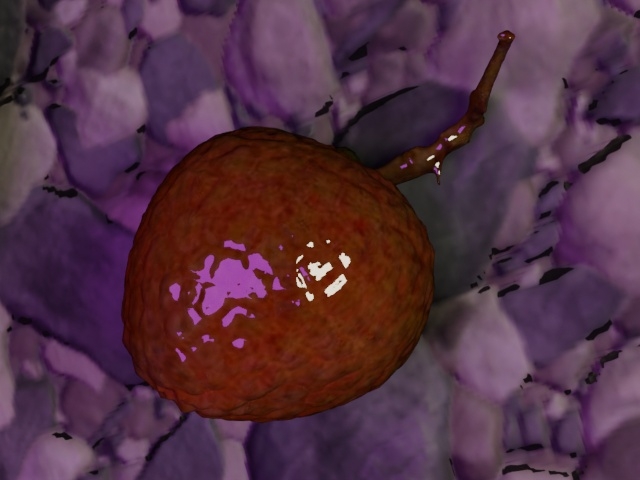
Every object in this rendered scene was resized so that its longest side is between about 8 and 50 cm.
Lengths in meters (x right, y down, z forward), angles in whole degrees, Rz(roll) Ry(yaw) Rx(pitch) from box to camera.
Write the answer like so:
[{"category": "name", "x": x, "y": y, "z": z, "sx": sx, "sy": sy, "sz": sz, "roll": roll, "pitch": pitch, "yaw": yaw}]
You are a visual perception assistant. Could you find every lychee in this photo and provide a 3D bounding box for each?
[{"category": "lychee", "x": -0.002, "y": 0.006, "z": 0.505, "sx": 0.101, "sy": 0.140, "sz": 0.114, "roll": 71, "pitch": 160, "yaw": -2}]
